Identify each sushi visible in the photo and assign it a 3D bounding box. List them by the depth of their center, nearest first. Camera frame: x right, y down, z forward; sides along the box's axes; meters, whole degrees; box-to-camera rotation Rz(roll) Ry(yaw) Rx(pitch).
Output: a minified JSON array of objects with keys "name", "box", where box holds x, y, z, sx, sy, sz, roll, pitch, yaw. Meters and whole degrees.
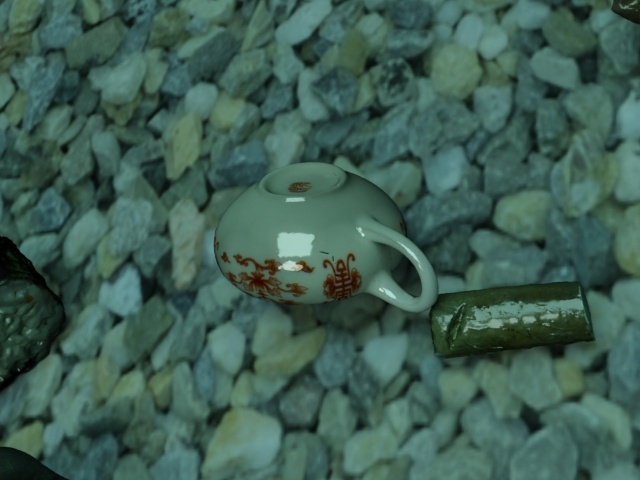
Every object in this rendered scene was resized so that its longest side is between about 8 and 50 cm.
[{"name":"sushi","box":[-0.350,0.091,1.249,0.225,0.124,0.127,-45,53,-7]}]

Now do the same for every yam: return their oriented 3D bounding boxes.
[{"name":"yam","box":[0.149,0.062,1.087,0.132,0.054,0.054,-7,57,19]}]

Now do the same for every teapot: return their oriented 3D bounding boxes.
[{"name":"teapot","box":[0.000,0.000,1.145,0.159,0.116,0.245,-11,26,-39]}]

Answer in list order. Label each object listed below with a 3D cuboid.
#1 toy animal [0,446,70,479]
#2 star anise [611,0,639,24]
[{"name":"toy animal","box":[-0.256,0.225,1.125,0.269,0.137,0.082,-25,41,62]},{"name":"star anise","box":[0.405,-0.199,1.105,0.349,0.109,0.292,-43,47,-5]}]
